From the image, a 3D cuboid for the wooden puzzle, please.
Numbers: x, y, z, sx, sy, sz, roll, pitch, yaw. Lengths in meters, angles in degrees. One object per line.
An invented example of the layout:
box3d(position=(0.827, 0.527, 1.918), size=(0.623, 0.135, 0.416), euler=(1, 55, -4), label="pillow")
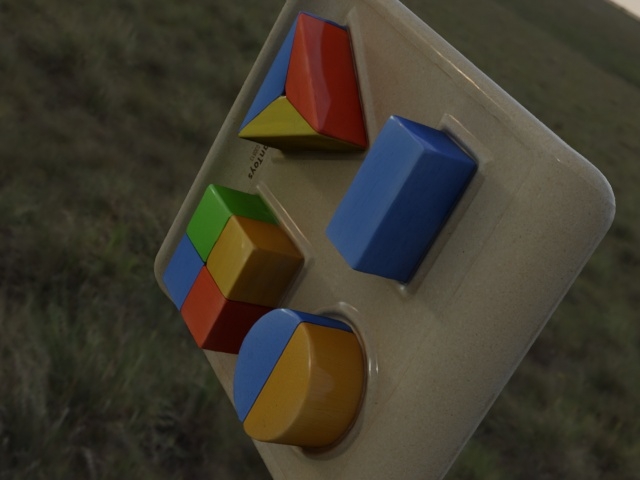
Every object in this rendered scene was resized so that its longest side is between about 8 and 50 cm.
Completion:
box3d(position=(0.000, 0.000, 0.830), size=(0.080, 0.322, 0.348), euler=(12, 26, -40), label="wooden puzzle")
